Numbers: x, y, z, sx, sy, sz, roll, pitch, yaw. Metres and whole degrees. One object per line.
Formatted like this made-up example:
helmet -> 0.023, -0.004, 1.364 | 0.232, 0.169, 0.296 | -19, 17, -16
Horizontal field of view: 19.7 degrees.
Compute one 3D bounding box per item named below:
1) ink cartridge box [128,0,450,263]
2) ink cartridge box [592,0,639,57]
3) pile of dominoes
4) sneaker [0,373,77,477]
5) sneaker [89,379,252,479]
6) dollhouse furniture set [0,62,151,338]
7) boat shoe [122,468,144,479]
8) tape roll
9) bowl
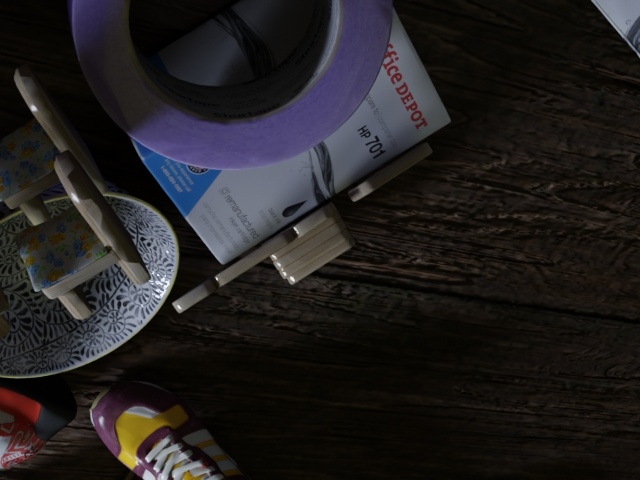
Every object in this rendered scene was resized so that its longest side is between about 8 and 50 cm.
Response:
ink cartridge box -> -0.026, -0.092, 1.242 | 0.191, 0.082, 0.139 | -31, 142, 3
ink cartridge box -> 0.290, -0.186, 1.177 | 0.211, 0.289, 0.121 | -44, 139, 17
pile of dominoes -> 0.000, 0.000, 1.270 | 0.196, 0.040, 0.251 | -32, -178, 2
sneaker -> -0.301, 0.115, 1.279 | 0.145, 0.090, 0.270 | -42, 143, 10
sneaker -> -0.101, 0.180, 1.443 | 0.069, 0.084, 0.185 | -47, 116, 0
dollhouse furniture set -> -0.251, -0.040, 1.023 | 0.212, 0.242, 0.161 | -31, 141, -1
boat shoe -> -0.141, 0.230, 1.530 | 0.064, 0.060, 0.178 | 21, 119, -45
tape roll -> -0.056, -0.142, 1.105 | 0.189, 0.080, 0.189 | -4, 110, -10
bowl -> -0.188, 0.007, 1.244 | 0.170, 0.080, 0.170 | -18, 139, -16
